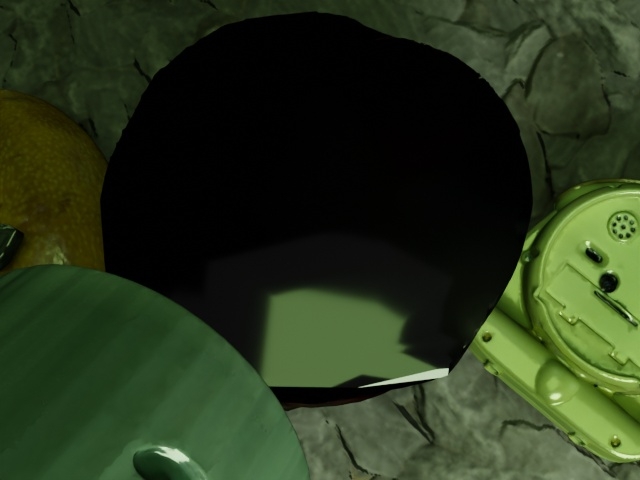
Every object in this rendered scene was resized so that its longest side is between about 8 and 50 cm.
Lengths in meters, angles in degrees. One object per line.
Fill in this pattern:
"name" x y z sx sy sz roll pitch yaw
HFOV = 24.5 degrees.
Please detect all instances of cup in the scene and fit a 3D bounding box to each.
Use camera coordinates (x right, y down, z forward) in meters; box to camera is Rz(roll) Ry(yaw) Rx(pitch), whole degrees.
"cup" -0.208 0.255 0.793 0.310 0.401 0.392 25 41 13

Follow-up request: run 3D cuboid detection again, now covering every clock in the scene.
"clock" 0.223 0.028 1.048 0.170 0.069 0.232 39 84 8

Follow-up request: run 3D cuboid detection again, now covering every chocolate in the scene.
"chocolate" 0.000 0.000 1.005 0.283 0.186 0.283 -1 67 2

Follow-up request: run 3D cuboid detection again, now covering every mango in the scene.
"mango" -0.211 0.021 1.032 0.177 0.120 0.295 -26 76 28

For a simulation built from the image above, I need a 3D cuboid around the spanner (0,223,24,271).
"spanner" -0.329 -0.017 1.036 0.325 0.026 0.093 9 72 32
